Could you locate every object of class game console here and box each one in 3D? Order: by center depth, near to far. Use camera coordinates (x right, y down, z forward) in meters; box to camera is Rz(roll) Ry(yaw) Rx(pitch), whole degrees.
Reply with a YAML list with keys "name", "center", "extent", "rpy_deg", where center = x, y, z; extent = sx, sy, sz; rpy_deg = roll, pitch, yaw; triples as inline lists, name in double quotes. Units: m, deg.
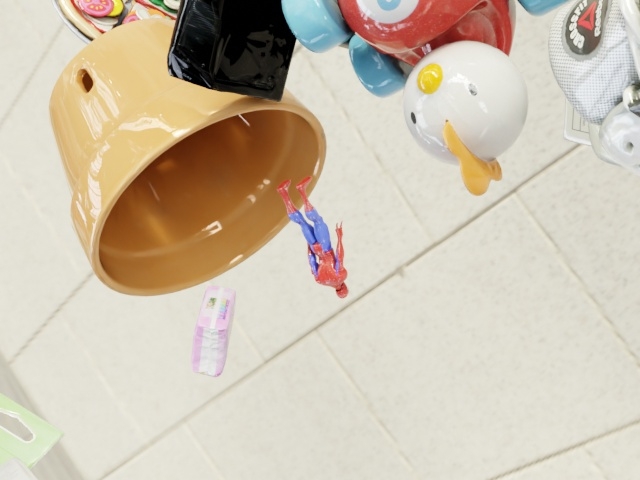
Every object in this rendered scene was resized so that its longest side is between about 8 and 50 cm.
- name: "game console"
  center: [0.007, -0.238, 1.145]
  extent: [0.044, 0.361, 0.213]
  rpy_deg: [24, 103, 39]

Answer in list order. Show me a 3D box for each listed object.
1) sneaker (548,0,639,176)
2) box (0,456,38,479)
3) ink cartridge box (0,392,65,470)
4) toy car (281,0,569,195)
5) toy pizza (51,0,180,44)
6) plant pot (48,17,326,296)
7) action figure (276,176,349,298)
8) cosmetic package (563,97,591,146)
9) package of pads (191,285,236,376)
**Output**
- name: "sneaker"
  center: [0.158, -0.074, 0.411]
  extent: [0.146, 0.330, 0.122]
  rpy_deg: [2, 76, 9]
- name: "box"
  center: [-0.168, 0.335, 0.965]
  extent: [0.322, 0.058, 0.232]
  rpy_deg: [56, 162, -11]
- name: "ink cartridge box"
  center: [-0.363, 0.253, 1.130]
  extent: [0.109, 0.209, 0.062]
  rpy_deg: [26, 138, 19]
- name: "toy car"
  center: [0.112, -0.156, 1.016]
  extent: [0.219, 0.210, 0.238]
  rpy_deg: [-25, 59, 29]
- name: "toy pizza"
  center: [-0.229, -0.293, 1.369]
  extent: [0.201, 0.201, 0.032]
  rpy_deg: [50, 135, 10]
- name: "plant pot"
  center: [-0.167, -0.107, 1.260]
  extent: [0.203, 0.291, 0.291]
  rpy_deg: [53, 140, 27]
- name: "action figure"
  center: [0.000, 0.000, 0.972]
  extent: [0.038, 0.030, 0.115]
  rpy_deg: [-8, 113, 34]
- name: "cosmetic package"
  center: [0.382, -0.143, 1.008]
  extent: [0.309, 0.113, 0.160]
  rpy_deg: [20, 123, 34]
- name: "package of pads"
  center: [-0.095, 0.080, 1.014]
  extent: [0.032, 0.083, 0.050]
  rpy_deg: [10, 113, -3]
